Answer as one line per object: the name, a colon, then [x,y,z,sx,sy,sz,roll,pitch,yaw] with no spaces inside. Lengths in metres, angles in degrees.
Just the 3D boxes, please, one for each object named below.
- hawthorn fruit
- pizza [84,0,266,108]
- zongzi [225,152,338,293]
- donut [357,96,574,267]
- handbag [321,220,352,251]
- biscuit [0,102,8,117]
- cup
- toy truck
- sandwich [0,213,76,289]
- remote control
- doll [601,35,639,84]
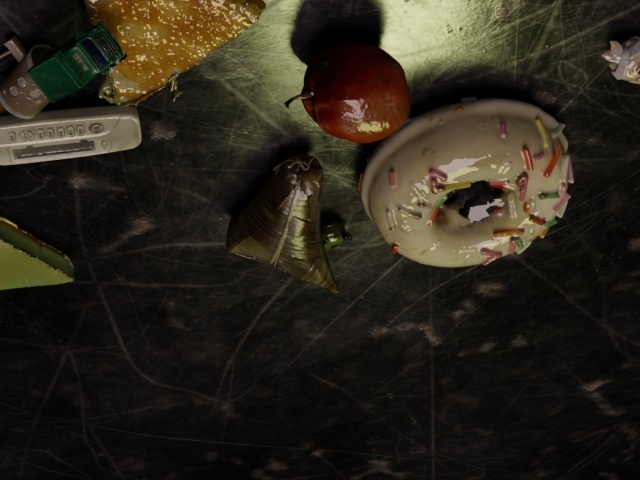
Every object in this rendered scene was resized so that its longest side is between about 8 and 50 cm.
hawthorn fruit: [0.036,-0.222,1.688,0.194,0.157,0.157,-7,143,-22]
pizza: [-0.262,-0.302,1.603,0.280,0.075,0.287,17,136,-25]
zongzi: [-0.009,-0.030,1.937,0.241,0.111,0.247,27,130,-19]
donut: [0.260,-0.085,1.931,0.383,0.142,0.382,-6,143,-5]
handbag: [0.000,0.000,2.049,0.111,0.047,0.072,-25,173,15]
biscuit: [-0.564,-0.160,1.745,0.119,0.029,0.247,11,137,-21]
cup: [-0.436,-0.238,1.636,0.102,0.074,0.099,26,130,-36]
toy truck: [-0.337,-0.251,1.544,0.147,0.079,0.065,-11,121,52]
sandwich: [-0.598,0.041,1.969,0.212,0.063,0.245,-27,138,26]
remote control: [-0.399,-0.171,1.736,0.230,0.049,0.090,-8,146,-10]
doll: [0.508,-0.283,1.780,0.127,0.084,0.073,7,137,-34]
